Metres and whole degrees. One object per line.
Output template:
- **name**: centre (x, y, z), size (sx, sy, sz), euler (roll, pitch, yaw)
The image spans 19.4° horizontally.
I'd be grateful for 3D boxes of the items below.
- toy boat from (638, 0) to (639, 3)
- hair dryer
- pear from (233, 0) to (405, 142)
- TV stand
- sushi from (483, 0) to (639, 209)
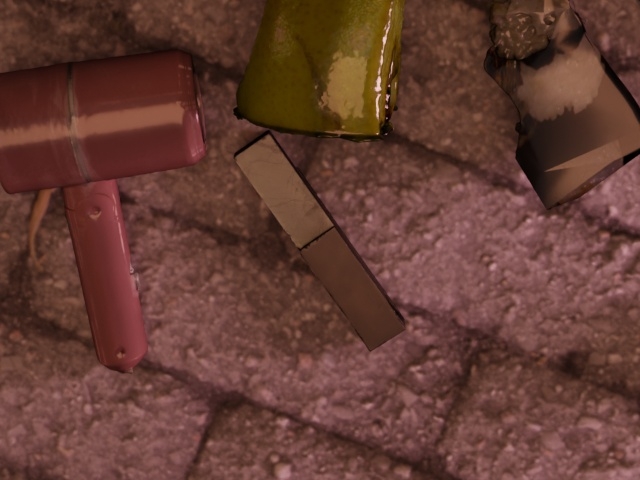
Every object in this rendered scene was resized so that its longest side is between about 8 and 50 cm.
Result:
- **toy boat**: centre (0.416, -0.360, 1.912), size (0.220, 0.067, 0.291), euler (37, 112, -8)
- **hair dryer**: centre (-0.211, -0.020, 1.966), size (0.210, 0.125, 0.353), euler (-8, 113, 1)
- **pear**: centre (0.008, -0.234, 1.837), size (0.164, 0.238, 0.255), euler (7, 105, 4)
- **TV stand**: centre (0.000, 0.000, 1.995), size (0.049, 0.040, 0.256), euler (-34, 101, 9)
- **sushi**: centre (0.231, -0.179, 1.931), size (0.134, 0.109, 0.273), euler (-28, 88, 11)
